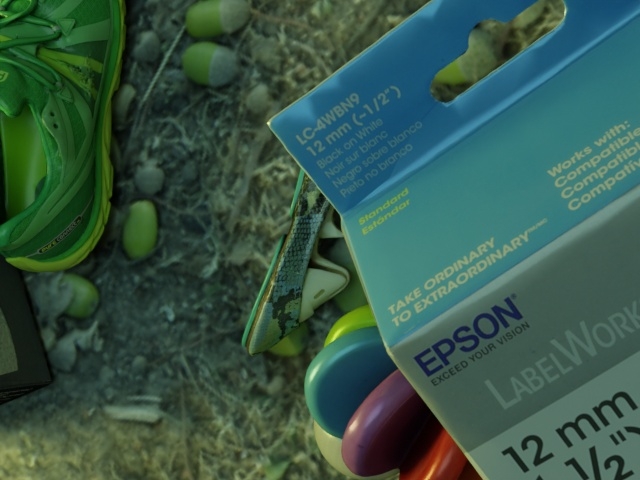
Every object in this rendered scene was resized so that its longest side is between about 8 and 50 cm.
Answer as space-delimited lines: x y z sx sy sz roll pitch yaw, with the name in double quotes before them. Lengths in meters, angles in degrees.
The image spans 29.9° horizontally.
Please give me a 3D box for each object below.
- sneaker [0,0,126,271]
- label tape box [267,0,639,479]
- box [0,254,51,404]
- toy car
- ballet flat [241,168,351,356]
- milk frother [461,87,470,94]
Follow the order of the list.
"sneaker" -0.215 -0.125 0.894 0.109 0.123 0.295 -6 85 21
"label tape box" 0.166 0.018 0.605 0.249 0.115 0.348 -35 103 14
"box" -0.336 0.020 0.912 0.142 0.163 0.247 -24 80 20
"toy car" 0.067 0.112 0.755 0.182 0.136 0.159 35 114 19
"ballet flat" 0.000 0.000 0.840 0.070 0.070 0.188 21 98 21
"milk frother" 0.123 -0.049 0.751 0.143 0.135 0.129 36 79 17
